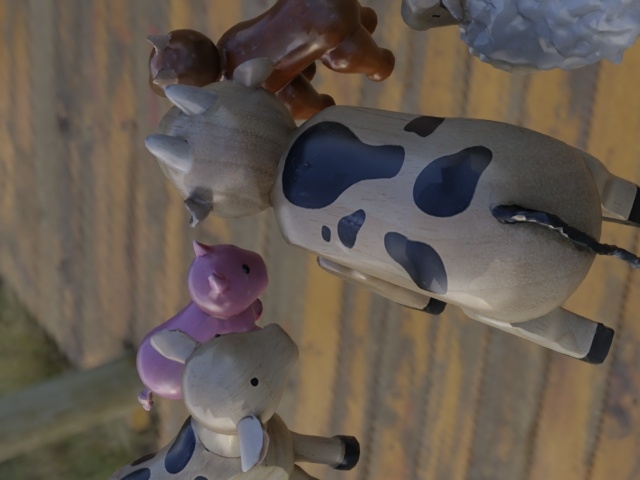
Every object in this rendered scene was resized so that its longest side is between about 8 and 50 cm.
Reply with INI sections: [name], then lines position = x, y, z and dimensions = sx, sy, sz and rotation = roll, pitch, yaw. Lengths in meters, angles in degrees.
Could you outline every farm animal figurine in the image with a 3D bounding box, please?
[farm animal figurine]
position = 0.000, 0.000, 0.837
dimensions = 0.327, 0.172, 0.330
rotation = -7, 72, 38
